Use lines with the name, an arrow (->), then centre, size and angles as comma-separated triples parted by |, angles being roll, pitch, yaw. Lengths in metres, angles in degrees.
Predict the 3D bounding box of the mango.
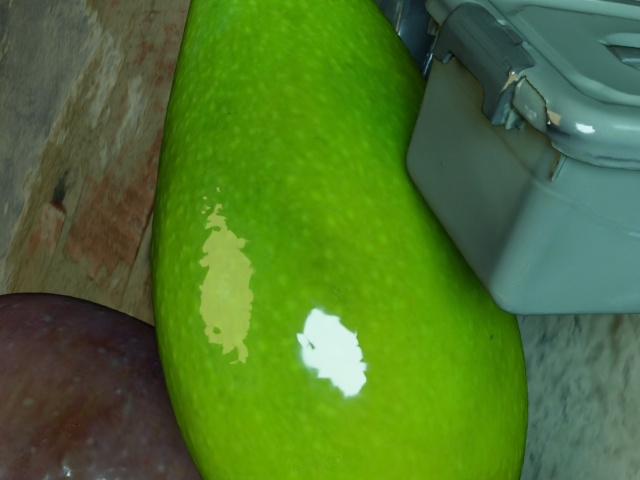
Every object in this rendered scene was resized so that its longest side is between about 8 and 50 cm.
mango -> 0.000, 0.000, 0.484 | 0.156, 0.192, 0.343 | -20, 76, 25

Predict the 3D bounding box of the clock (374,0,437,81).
clock -> 0.018, -0.134, 0.684 | 0.280, 0.055, 0.281 | -31, 51, 48

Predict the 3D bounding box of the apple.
apple -> -0.156, 0.171, 0.593 | 0.305, 0.305, 0.235 | -11, 52, 55

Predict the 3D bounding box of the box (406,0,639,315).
box -> 0.120, -0.032, 0.390 | 0.124, 0.172, 0.093 | -115, 35, -48
